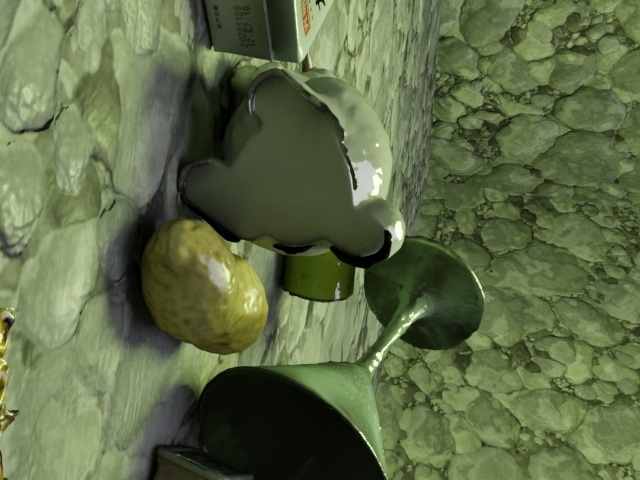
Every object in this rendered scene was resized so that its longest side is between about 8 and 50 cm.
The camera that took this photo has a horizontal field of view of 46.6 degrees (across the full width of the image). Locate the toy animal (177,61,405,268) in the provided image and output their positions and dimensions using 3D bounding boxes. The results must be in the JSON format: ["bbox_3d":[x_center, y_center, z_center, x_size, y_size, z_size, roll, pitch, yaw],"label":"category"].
[{"bbox_3d":[-0.002,-0.097,0.864,0.258,0.194,0.357,52,18,-2],"label":"toy animal"}]

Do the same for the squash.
[{"bbox_3d":[0.000,0.000,1.169,0.123,0.123,0.187,-47,142,-69],"label":"squash"}]

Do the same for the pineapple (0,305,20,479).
[{"bbox_3d":[-0.215,0.081,0.308,0.225,0.076,0.225,6,90,-77],"label":"pineapple"}]

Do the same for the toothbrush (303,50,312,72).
[{"bbox_3d":[-0.018,-0.256,1.121,0.019,0.013,0.193,-81,171,-46],"label":"toothbrush"}]

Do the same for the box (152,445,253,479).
[{"bbox_3d":[-0.134,0.271,0.819,0.122,0.089,0.062,57,55,-72],"label":"box"}]

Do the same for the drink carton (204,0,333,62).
[{"bbox_3d":[-0.028,-0.334,0.804,0.131,0.106,0.315,83,21,-48],"label":"drink carton"}]

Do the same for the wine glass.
[{"bbox_3d":[0.062,0.170,0.998,0.406,0.267,0.267,-42,143,-46],"label":"wine glass"}]

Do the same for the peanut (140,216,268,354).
[{"bbox_3d":[-0.111,0.054,0.734,0.103,0.098,0.229,59,-2,20],"label":"peanut"}]
